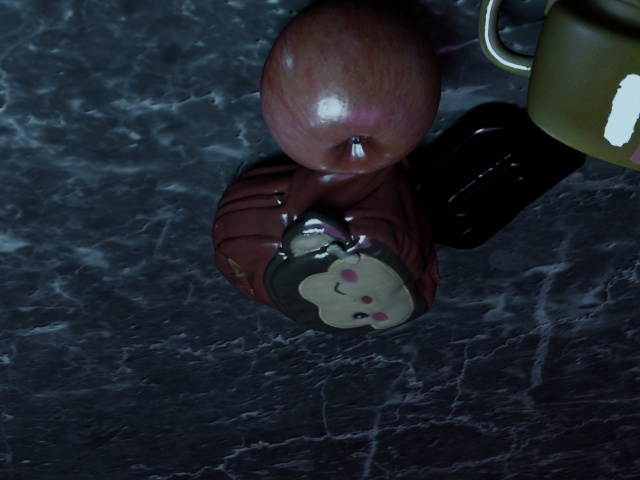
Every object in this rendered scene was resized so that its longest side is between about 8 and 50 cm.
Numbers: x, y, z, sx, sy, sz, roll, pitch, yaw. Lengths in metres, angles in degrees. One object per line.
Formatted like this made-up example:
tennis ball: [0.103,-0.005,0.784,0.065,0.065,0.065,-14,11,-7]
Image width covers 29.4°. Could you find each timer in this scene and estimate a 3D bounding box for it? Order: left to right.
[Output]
timer: [0.158,-0.055,1.221,0.144,0.055,0.187,15,141,-33]

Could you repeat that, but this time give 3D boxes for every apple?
apple: [0.025,-0.122,1.016,0.153,0.120,0.153,-7,149,-4]

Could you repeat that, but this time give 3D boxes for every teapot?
teapot: [0.260,-0.166,0.978,0.267,0.185,0.175,17,113,9]

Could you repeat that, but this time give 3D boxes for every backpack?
backpack: [-0.001,0.002,1.184,0.229,0.139,0.229,7,150,4]
